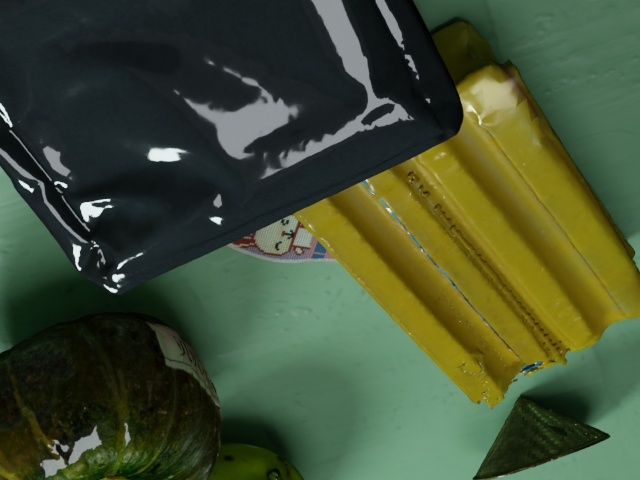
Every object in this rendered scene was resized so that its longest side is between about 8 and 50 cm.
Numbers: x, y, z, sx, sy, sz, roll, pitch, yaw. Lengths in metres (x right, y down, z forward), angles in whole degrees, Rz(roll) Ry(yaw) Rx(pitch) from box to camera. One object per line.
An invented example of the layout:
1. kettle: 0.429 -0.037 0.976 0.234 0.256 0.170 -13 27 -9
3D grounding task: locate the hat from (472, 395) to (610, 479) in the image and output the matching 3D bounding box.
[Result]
1. hat: 0.212 0.188 1.310 0.146 0.067 0.146 -18 173 -2

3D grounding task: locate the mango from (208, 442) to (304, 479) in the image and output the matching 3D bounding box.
1. mango: -0.102 0.314 1.321 0.175 0.143 0.293 10 138 -15

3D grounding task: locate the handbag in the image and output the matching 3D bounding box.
1. handbag: -0.087 -0.141 0.893 0.302 0.178 0.275 -23 115 15

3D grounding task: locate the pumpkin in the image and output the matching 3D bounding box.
1. pumpkin: -0.218 0.162 1.146 0.260 0.189 0.260 -22 146 -16

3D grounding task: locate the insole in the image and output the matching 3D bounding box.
1. insole: 0.000 0.000 1.143 0.197 0.004 0.065 9 129 -16

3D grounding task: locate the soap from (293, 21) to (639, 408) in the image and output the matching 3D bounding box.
1. soap: 0.131 -0.012 1.088 0.204 0.096 0.324 -31 129 15
